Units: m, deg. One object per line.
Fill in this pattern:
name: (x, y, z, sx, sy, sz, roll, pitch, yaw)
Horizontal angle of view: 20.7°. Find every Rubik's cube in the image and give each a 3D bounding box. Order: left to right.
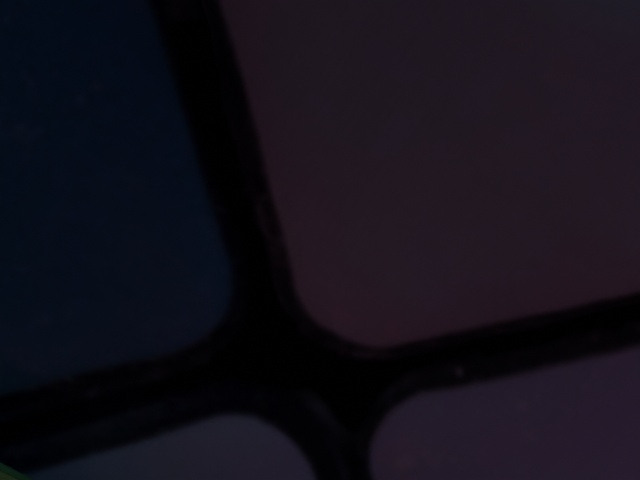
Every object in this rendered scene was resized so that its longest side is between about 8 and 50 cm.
Rubik's cube: (0.000, 0.000, 0.568, 0.310, 0.305, 0.307, 30, 16, -4)

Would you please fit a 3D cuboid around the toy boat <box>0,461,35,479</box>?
toy boat: (-0.120, 0.082, 0.413, 0.293, 0.093, 0.055, 20, 11, 3)
